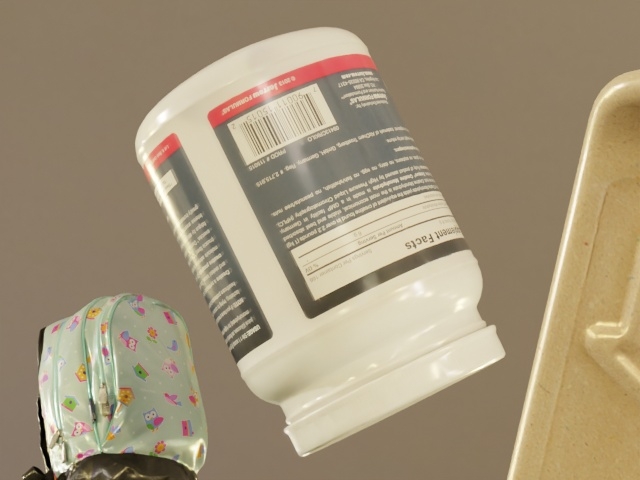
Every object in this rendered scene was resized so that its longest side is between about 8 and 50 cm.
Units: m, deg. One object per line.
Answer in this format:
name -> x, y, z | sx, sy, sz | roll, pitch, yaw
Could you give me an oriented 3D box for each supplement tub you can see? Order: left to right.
supplement tub -> 0.000, 0.000, 1.130 | 0.191, 0.272, 0.191 | -26, -8, -4

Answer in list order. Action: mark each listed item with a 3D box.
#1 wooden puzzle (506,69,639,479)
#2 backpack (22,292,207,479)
wooden puzzle -> 0.237, 0.127, 0.627 | 0.322, 0.348, 0.080 | 13, 12, 14
backpack -> -0.164, 0.137, 1.268 | 0.115, 0.182, 0.152 | -24, -29, 24
